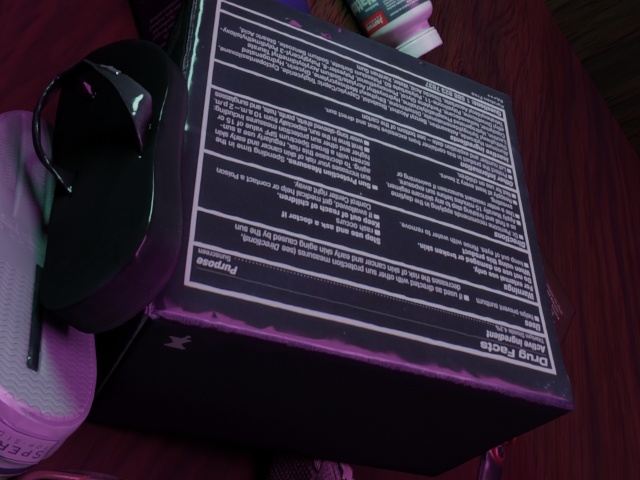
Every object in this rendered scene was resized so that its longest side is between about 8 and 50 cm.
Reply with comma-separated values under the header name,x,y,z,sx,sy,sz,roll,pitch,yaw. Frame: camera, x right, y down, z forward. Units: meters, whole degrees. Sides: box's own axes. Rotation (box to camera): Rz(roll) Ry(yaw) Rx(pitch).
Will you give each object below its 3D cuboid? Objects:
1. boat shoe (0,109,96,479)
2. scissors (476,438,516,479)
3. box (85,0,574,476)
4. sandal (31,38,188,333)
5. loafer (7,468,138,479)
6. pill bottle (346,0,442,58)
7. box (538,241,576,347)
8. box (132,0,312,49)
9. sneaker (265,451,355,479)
name,x,y,z,sx,sy,sz,roll,pitch,yaw
boat shoe,-0.188,0.017,0.435,0.109,0.094,0.302,48,11,-30
scissors,0.138,0.153,0.620,0.297,0.021,0.109,-41,106,-50
box,0.000,0.000,0.587,0.296,0.182,0.294,16,51,-21
sandal,-0.123,-0.058,0.428,0.054,0.097,0.254,46,12,-37
loafer,-0.066,0.191,0.446,0.268,0.084,0.096,18,47,-21
pill bottle,0.102,-0.349,1.119,0.180,0.108,0.108,59,33,-7
box,0.157,0.075,0.845,0.167,0.168,0.203,60,32,-5
box,-0.091,-0.218,0.753,0.153,0.108,0.207,0,68,-56
sneaker,-0.030,0.234,0.545,0.093,0.088,0.225,41,39,-30
